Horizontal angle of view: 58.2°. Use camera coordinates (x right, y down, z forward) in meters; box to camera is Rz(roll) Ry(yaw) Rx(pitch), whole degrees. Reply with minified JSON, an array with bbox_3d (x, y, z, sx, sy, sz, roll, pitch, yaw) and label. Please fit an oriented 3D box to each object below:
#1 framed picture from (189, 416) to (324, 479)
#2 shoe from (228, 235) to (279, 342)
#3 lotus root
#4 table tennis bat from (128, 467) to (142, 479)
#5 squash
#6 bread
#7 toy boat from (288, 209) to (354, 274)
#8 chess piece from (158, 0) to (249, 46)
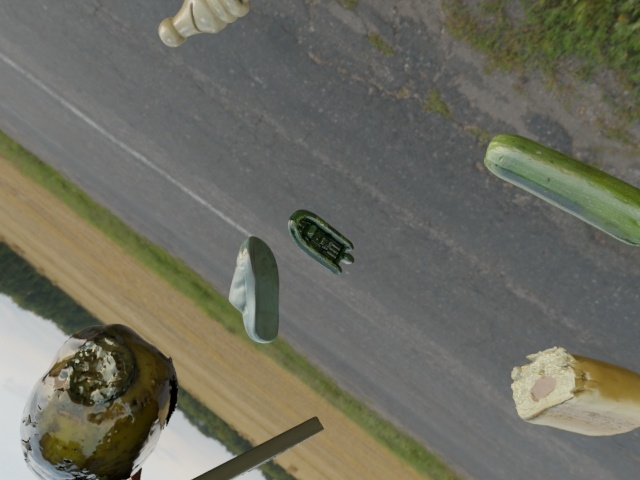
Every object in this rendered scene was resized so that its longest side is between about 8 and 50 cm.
[{"bbox_3d":[-0.179,0.334,0.731,0.247,0.335,0.022,-1,-123,-58],"label":"framed picture"},{"bbox_3d":[-0.159,0.118,1.338,0.100,0.250,0.103,-19,159,33],"label":"shoe"},{"bbox_3d":[-0.303,0.238,0.779,0.179,0.196,0.397,41,145,5],"label":"lotus root"},{"bbox_3d":[-0.295,0.433,0.907,0.154,0.098,0.019,-106,9,-46],"label":"table tennis bat"},{"bbox_3d":[0.305,-0.063,0.693,0.229,0.066,0.066,31,159,20],"label":"squash"},{"bbox_3d":[0.374,0.215,0.818,0.173,0.085,0.134,18,138,-17],"label":"bread"},{"bbox_3d":[0.000,0.000,1.461,0.210,0.104,0.052,39,158,-23],"label":"toy boat"},{"bbox_3d":[-0.170,-0.462,1.074,0.124,0.307,0.138,42,-156,-55],"label":"chess piece"}]
